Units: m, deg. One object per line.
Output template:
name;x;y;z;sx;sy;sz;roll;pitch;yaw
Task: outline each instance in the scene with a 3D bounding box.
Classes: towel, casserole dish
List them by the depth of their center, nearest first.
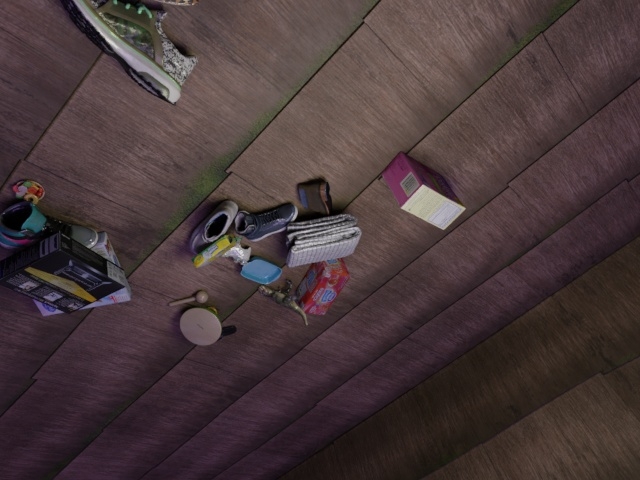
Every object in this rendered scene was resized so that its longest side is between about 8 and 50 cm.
towel;0.000;0.000;1.797;0.284;0.121;0.235;-12;163;-10
casserole dish;-0.245;0.119;1.928;0.114;0.037;0.188;-41;138;20

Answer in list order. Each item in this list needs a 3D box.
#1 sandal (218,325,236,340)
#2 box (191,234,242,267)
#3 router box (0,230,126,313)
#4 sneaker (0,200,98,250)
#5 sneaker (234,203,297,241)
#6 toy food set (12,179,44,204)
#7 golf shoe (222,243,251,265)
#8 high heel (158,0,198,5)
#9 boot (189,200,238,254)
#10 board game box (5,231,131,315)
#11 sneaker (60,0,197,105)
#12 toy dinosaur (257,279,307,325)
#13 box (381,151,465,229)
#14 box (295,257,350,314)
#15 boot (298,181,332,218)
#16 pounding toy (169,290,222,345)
sandal;-0.474;0.435;2.156;0.180;0.040;0.067;-13;135;-7
box;-0.371;0.031;1.699;0.179;0.043;0.105;-32;177;8
router box;-0.853;0.118;1.564;0.243;0.080;0.308;-25;147;5
sneaker;-0.879;-0.045;1.496;0.296;0.123;0.178;1;152;-19
sneaker;-0.203;-0.077;1.698;0.226;0.086;0.163;-30;158;11
toy food set;-0.911;-0.153;1.466;0.083;0.020;0.082;-34;133;14
golf shoe;-0.352;0.029;1.813;0.176;0.069;0.085;24;89;-27
high heel;-0.394;-0.674;1.091;0.262;0.093;0.186;17;131;-20
boot;-0.396;-0.031;1.666;0.095;0.123;0.258;37;111;-10
board game box;-0.897;0.127;1.704;0.319;0.065;0.318;-9;135;-11
sneaker;-0.481;-0.546;1.194;0.182;0.158;0.410;-53;131;-11
toy dinosaur;-0.136;0.243;2.011;0.118;0.268;0.064;-60;164;8
box;0.379;-0.184;1.736;0.243;0.213;0.117;22;122;-34
box;0.006;0.190;2.025;0.123;0.128;0.256;12;127;-28
boot;-0.015;-0.143;1.761;0.106;0.082;0.219;4;143;10
pounding toy;-0.510;0.323;2.016;0.183;0.110;0.236;-18;107;13
